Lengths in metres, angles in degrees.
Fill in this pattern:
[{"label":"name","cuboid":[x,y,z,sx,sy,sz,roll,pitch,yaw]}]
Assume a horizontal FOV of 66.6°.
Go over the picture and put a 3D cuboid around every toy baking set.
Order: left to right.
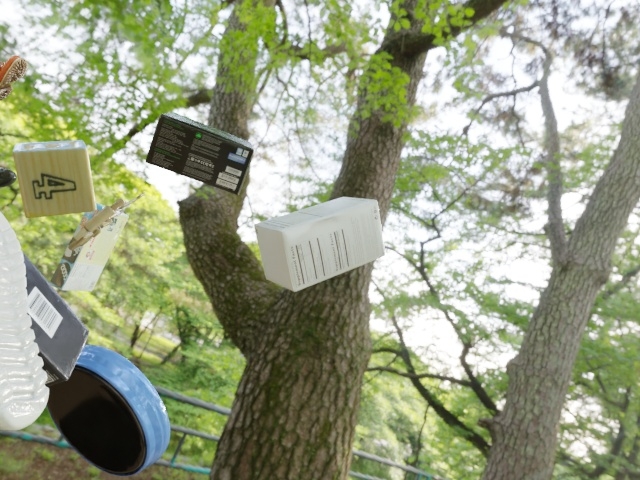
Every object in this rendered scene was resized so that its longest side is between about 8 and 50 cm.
[{"label":"toy baking set","cuboid":[-0.613,-0.067,1.396,0.030,0.256,0.197,49,-13,-12]}]

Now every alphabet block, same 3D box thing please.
[{"label":"alphabet block","cuboid":[-0.801,-0.191,1.475,0.194,0.197,0.192,-9,21,-25]}]

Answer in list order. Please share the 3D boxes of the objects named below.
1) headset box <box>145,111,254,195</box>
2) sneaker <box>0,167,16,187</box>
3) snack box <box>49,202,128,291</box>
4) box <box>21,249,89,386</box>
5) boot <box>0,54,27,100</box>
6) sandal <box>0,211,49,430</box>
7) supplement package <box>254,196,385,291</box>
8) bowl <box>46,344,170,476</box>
[{"label":"headset box","cuboid":[-0.320,-0.246,1.343,0.247,0.131,0.283,19,11,-14]},{"label":"sneaker","cuboid":[-0.871,-0.170,1.221,0.170,0.051,0.089,1,-12,-6]},{"label":"snack box","cuboid":[-0.834,0.028,1.770,0.060,0.321,0.187,24,-5,8]},{"label":"box","cuboid":[-0.749,0.202,1.082,0.182,0.294,0.296,-103,171,-60]},{"label":"boot","cuboid":[-0.801,-0.424,1.216,0.158,0.059,0.084,-30,-75,26]},{"label":"sandal","cuboid":[-0.592,0.128,0.836,0.102,0.415,0.169,-16,-5,9]},{"label":"supplement package","cuboid":[0.000,0.000,1.075,0.139,0.244,0.133,15,-60,58]},{"label":"bowl","cuboid":[-0.591,0.471,1.329,0.392,0.390,0.077,20,27,17]}]
